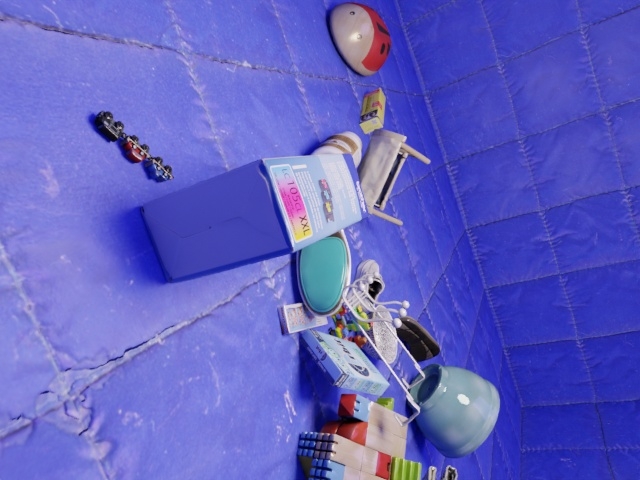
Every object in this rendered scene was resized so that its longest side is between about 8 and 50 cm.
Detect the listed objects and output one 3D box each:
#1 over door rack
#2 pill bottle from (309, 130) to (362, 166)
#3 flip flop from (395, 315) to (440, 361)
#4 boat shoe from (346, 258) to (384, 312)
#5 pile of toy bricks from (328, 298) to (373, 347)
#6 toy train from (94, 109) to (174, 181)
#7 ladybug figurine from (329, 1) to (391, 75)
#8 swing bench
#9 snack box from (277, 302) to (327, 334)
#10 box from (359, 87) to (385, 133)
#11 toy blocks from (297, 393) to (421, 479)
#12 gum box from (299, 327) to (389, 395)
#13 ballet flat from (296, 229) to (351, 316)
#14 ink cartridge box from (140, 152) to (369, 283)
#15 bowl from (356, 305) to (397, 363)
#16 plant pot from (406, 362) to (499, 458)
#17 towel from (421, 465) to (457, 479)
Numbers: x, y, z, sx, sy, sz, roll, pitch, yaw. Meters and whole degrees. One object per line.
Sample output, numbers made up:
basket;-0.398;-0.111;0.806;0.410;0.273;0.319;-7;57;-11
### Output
over door rack;0.177;0.232;1.045;0.324;0.108;0.239;65;16;5
pill bottle;0.054;-0.256;1.328;0.131;0.131;0.229;63;30;-19
flip flop;0.354;0.355;1.598;0.277;0.112;0.080;49;22;-29
boat shoe;0.154;0.138;1.349;0.096;0.088;0.267;66;29;-15
pile of toy bricks;0.090;0.224;1.171;0.118;0.105;0.212;-40;111;-60
toy train;-0.311;-0.151;0.729;0.158;0.027;0.036;47;42;-40
ladybug figurine;0.191;-0.878;1.865;0.449;0.162;0.305;-34;106;-61
swing bench;0.206;-0.210;1.431;0.255;0.165;0.253;15;102;-56
snack box;-0.039;0.183;1.048;0.178;0.022;0.064;5;70;-60
box;0.224;-0.553;1.837;0.058;0.087;0.232;51;37;-36
toy blocks;0.060;0.495;0.934;0.261;0.191;0.381;36;53;-31
gum box;0.057;0.288;1.025;0.184;0.041;0.157;28;11;-41
ballet flat;0.000;0.000;1.120;0.139;0.139;0.400;18;60;-57
ink cartridge box;-0.083;-0.060;0.833;0.395;0.270;0.151;-28;102;-61
bowl;0.160;0.285;1.293;0.170;0.080;0.170;37;45;-48
plant pot;0.420;0.542;1.460;0.196;0.293;0.293;39;36;-7
towel;0.190;0.694;0.969;0.056;0.324;0.312;32;28;12
